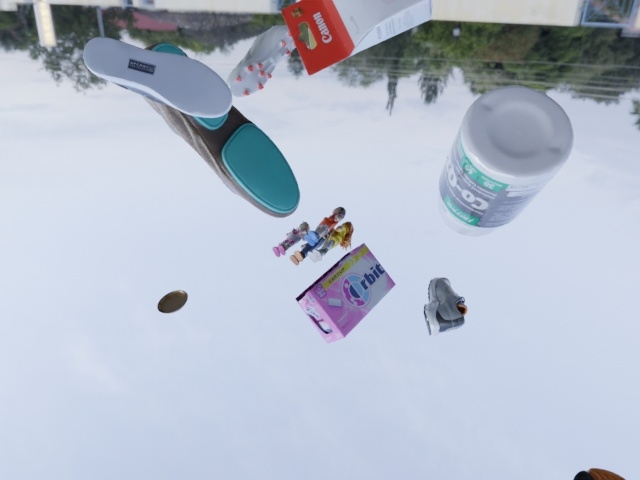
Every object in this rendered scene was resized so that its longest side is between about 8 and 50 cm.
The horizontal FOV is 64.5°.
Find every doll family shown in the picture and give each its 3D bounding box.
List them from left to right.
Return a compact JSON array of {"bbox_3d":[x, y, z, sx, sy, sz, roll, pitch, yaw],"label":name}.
[{"bbox_3d":[0.000,0.000,1.380,0.163,0.118,0.263,-41,-166,-35],"label":"doll family"}]

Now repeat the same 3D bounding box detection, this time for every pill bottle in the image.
[{"bbox_3d":[0.367,-0.144,1.084,0.204,0.204,0.361,5,162,5],"label":"pill bottle"}]

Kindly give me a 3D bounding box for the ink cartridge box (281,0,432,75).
[{"bbox_3d":[0.053,-0.417,0.893,0.233,0.066,0.189,-21,-117,3],"label":"ink cartridge box"}]

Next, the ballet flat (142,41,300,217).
[{"bbox_3d":[-0.175,-0.167,0.845,0.124,0.342,0.116,-11,-140,55],"label":"ballet flat"}]

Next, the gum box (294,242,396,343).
[{"bbox_3d":[0.047,0.102,0.977,0.188,0.107,0.062,-39,-177,-38],"label":"gum box"}]

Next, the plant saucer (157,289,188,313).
[{"bbox_3d":[-0.381,0.163,1.316,0.084,0.015,0.083,-10,-143,8],"label":"plant saucer"}]

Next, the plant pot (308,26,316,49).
[{"bbox_3d":[0.020,-0.449,1.085,0.083,0.081,0.081,0,-119,5],"label":"plant pot"}]

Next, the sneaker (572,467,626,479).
[{"bbox_3d":[0.369,0.441,0.651,0.099,0.121,0.262,-2,-147,36],"label":"sneaker"}]

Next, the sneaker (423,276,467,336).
[{"bbox_3d":[0.350,0.178,1.393,0.108,0.100,0.271,-10,-163,18],"label":"sneaker"}]

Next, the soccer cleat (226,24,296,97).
[{"bbox_3d":[-0.124,-0.360,1.019,0.076,0.068,0.196,28,-110,35],"label":"soccer cleat"}]

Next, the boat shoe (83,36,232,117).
[{"bbox_3d":[-0.149,-0.153,0.480,0.142,0.049,0.040,21,-177,-2],"label":"boat shoe"}]
